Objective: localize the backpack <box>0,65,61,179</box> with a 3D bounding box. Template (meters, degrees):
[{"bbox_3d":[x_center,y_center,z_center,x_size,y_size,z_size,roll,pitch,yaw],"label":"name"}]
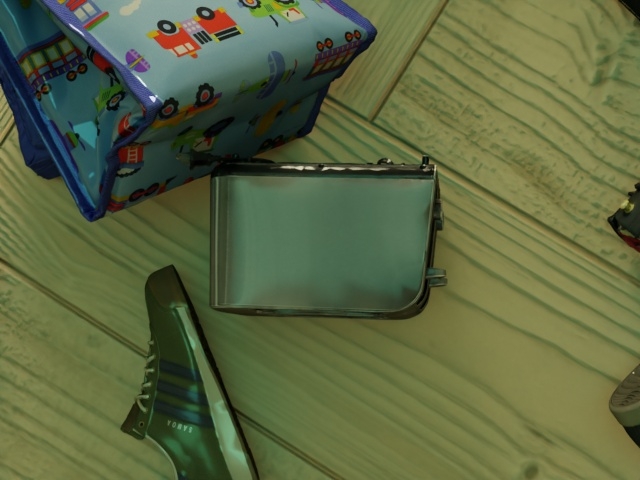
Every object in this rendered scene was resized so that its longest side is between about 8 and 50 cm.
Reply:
[{"bbox_3d":[-0.200,-0.125,1.073,0.098,0.101,0.120,-19,78,-3],"label":"backpack"}]

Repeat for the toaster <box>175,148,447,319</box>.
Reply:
[{"bbox_3d":[0.000,0.000,1.002,0.186,0.168,0.110,1,84,5],"label":"toaster"}]

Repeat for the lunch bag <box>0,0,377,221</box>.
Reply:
[{"bbox_3d":[-0.144,-0.192,1.012,0.221,0.138,0.293,-25,72,-41],"label":"lunch bag"}]

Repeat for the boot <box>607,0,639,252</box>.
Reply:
[{"bbox_3d":[0.268,-0.087,1.029,0.236,0.085,0.178,43,92,10],"label":"boot"}]

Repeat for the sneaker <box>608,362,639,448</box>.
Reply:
[{"bbox_3d":[0.326,0.097,1.013,0.222,0.083,0.118,-39,100,-7],"label":"sneaker"}]

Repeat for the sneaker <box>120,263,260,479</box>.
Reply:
[{"bbox_3d":[-0.116,0.121,1.050,0.086,0.064,0.192,-22,85,-2],"label":"sneaker"}]
